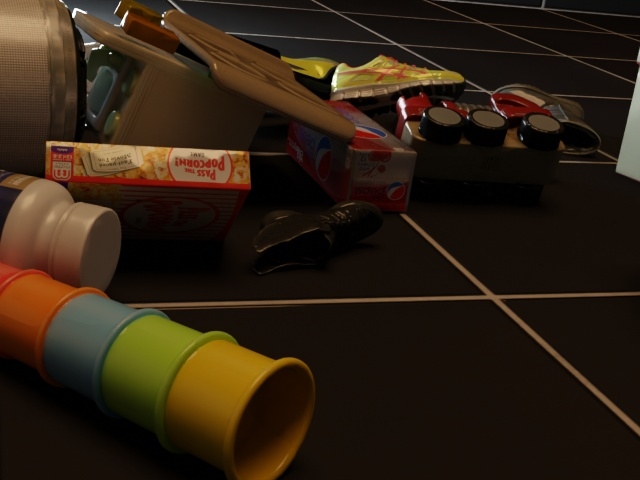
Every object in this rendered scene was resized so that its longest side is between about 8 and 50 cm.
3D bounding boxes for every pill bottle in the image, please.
[{"bbox_3d":[-0.281,-0.006,0.882,0.187,0.112,0.112,11,21,11],"label":"pill bottle"}]

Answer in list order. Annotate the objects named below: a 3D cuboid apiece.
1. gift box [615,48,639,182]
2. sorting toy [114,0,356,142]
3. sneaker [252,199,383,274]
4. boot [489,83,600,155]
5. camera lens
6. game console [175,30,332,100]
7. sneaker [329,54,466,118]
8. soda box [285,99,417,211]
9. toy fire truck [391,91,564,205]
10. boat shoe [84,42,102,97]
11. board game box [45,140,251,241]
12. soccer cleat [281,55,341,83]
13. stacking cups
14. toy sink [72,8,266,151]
[{"bbox_3d":[0.615,-0.192,1.474,0.276,0.258,0.255,-8,25,-37],"label":"gift box"},{"bbox_3d":[-0.120,-0.215,1.211,0.307,0.041,0.229,20,19,-34],"label":"sorting toy"},{"bbox_3d":[0.000,-0.002,1.061,0.170,0.051,0.089,-5,24,-19],"label":"sneaker"},{"bbox_3d":[0.387,-0.208,1.724,0.190,0.076,0.208,8,27,9],"label":"boot"},{"bbox_3d":[-0.422,-0.182,1.147,0.274,0.219,0.219,-2,23,-24],"label":"camera lens"},{"bbox_3d":[-0.098,-0.232,1.500,0.213,0.044,0.361,-11,-15,43],"label":"game console"},{"bbox_3d":[0.113,-0.242,1.481,0.209,0.081,0.094,-3,63,1],"label":"sneaker"},{"bbox_3d":[0.034,-0.120,1.331,0.092,0.083,0.263,1,21,-19],"label":"soda box"},{"bbox_3d":[0.196,-0.152,1.395,0.217,0.158,0.246,2,37,-14],"label":"toy fire truck"},{"bbox_3d":[-0.307,-0.241,1.528,0.119,0.121,0.335,-1,9,43],"label":"boat shoe"},{"bbox_3d":[-0.179,-0.046,0.997,0.194,0.045,0.147,1,-21,-15],"label":"board game box"},{"bbox_3d":[-0.044,-0.263,1.671,0.121,0.093,0.289,25,26,33],"label":"soccer cleat"},{"bbox_3d":[-0.154,0.082,0.736,0.316,0.096,0.096,18,23,34],"label":"stacking cups"},{"bbox_3d":[-0.215,-0.175,1.247,0.234,0.131,0.153,20,11,-34],"label":"toy sink"}]
